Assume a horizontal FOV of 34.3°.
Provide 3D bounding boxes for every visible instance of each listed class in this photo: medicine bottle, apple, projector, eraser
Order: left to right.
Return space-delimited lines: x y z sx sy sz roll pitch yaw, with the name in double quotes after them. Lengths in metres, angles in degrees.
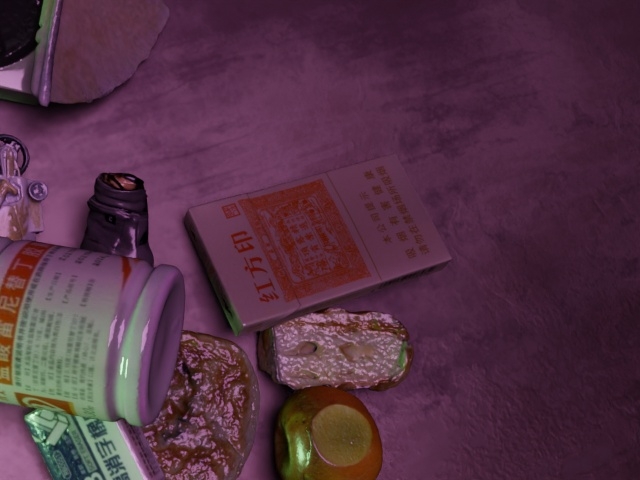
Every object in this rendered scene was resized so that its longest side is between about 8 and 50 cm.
-0.491 -0.339 1.443 0.259 0.079 0.257 9 74 -22 "projector"
-0.340 0.103 1.264 0.316 0.202 0.202 9 73 3 "medicine bottle"
-0.288 0.296 1.370 0.124 0.068 0.210 -26 90 8 "eraser"
0.012 0.294 1.481 0.147 0.146 0.163 0 66 -21 "apple"

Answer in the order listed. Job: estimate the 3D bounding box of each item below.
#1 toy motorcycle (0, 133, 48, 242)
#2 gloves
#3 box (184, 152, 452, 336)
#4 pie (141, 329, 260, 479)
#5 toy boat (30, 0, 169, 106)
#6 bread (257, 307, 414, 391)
-0.445 -0.031 1.399 0.151 0.074 0.228 -12 92 -30 "toy motorcycle"
-0.284 0.049 1.418 0.142 0.119 0.285 15 87 18 "gloves"
0.000 0.000 1.567 0.365 0.051 0.204 -17 69 -25 "box"
-0.186 0.237 1.459 0.241 0.054 0.240 6 74 -21 "pie"
-0.320 -0.343 1.477 0.276 0.111 0.293 -14 110 -58 "toy boat"
0.023 0.168 1.551 0.232 0.088 0.128 2 64 -15 "bread"
